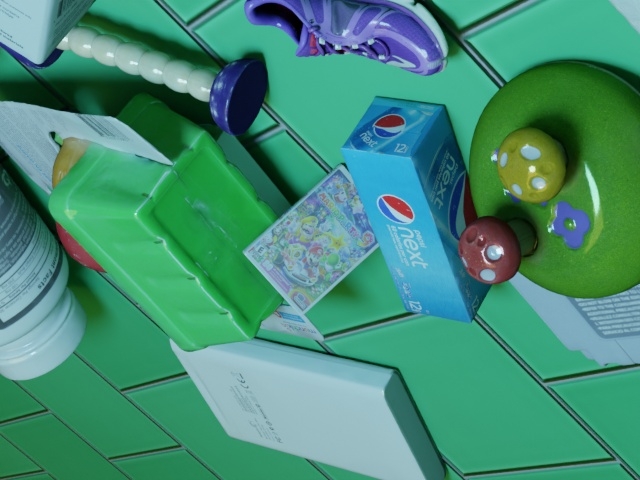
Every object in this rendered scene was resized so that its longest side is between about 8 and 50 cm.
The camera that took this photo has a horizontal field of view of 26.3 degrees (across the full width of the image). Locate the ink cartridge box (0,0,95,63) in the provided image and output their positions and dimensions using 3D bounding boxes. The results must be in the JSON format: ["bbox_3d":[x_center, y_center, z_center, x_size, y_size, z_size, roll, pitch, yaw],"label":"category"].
[{"bbox_3d":[-0.198,-0.259,1.044,0.087,0.153,0.208,33,148,0],"label":"ink cartridge box"}]

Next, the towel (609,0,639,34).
[{"bbox_3d":[0.251,-0.192,0.736,0.312,0.056,0.324,5,153,46],"label":"towel"}]

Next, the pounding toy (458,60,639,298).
[{"bbox_3d":[0.178,-0.030,0.984,0.237,0.110,0.182,4,109,46],"label":"pounding toy"}]

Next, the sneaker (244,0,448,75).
[{"bbox_3d":[0.018,-0.160,1.063,0.170,0.071,0.068,22,147,17],"label":"sneaker"}]

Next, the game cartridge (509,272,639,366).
[{"bbox_3d":[0.277,0.013,1.086,0.297,0.062,0.198,-13,123,50],"label":"game cartridge"}]

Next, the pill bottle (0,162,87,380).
[{"bbox_3d":[-0.405,0.016,1.596,0.176,0.176,0.318,7,140,37],"label":"pill bottle"}]

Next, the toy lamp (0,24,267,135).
[{"bbox_3d":[-0.185,-0.169,1.231,0.275,0.080,0.080,20,147,20],"label":"toy lamp"}]

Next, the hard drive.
[{"bbox_3d":[-0.017,0.198,1.626,0.308,0.040,0.203,9,142,34],"label":"hard drive"}]

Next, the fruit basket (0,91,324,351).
[{"bbox_3d":[-0.182,-0.033,1.382,0.353,0.165,0.327,19,154,54],"label":"fruit basket"}]

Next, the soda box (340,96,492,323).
[{"bbox_3d":[0.090,-0.023,1.191,0.071,0.067,0.210,10,143,32],"label":"soda box"}]

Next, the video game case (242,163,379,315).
[{"bbox_3d":[0.000,0.000,1.266,0.087,0.122,0.011,49,177,-24],"label":"video game case"}]
